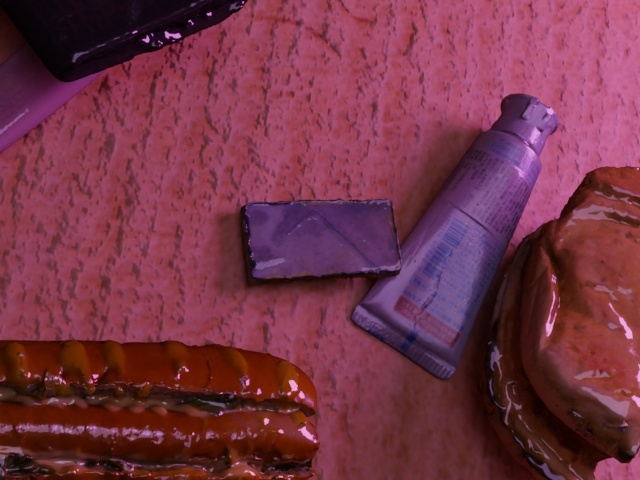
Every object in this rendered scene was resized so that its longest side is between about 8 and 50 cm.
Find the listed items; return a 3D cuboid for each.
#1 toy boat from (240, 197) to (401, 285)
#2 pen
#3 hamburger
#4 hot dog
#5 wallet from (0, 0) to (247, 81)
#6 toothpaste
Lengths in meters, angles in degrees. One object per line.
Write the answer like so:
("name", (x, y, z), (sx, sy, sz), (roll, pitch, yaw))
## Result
("toy boat", (0.000, 0.000, 0.714), (0.115, 0.016, 0.063), (-2, 68, -14))
("pen", (-0.177, -0.138, 0.700), (0.053, 0.032, 0.197), (41, 63, -1))
("hamburger", (0.194, 0.061, 0.730), (0.131, 0.124, 0.262), (21, 57, 7))
("hot dog", (-0.125, 0.116, 0.599), (0.269, 0.072, 0.115), (2, 77, -22))
("wallet", (-0.205, -0.257, 0.708), (0.170, 0.044, 0.321), (-33, 73, -28))
("toothpaste", (0.116, -0.012, 0.759), (0.089, 0.057, 0.234), (33, 68, -4))
